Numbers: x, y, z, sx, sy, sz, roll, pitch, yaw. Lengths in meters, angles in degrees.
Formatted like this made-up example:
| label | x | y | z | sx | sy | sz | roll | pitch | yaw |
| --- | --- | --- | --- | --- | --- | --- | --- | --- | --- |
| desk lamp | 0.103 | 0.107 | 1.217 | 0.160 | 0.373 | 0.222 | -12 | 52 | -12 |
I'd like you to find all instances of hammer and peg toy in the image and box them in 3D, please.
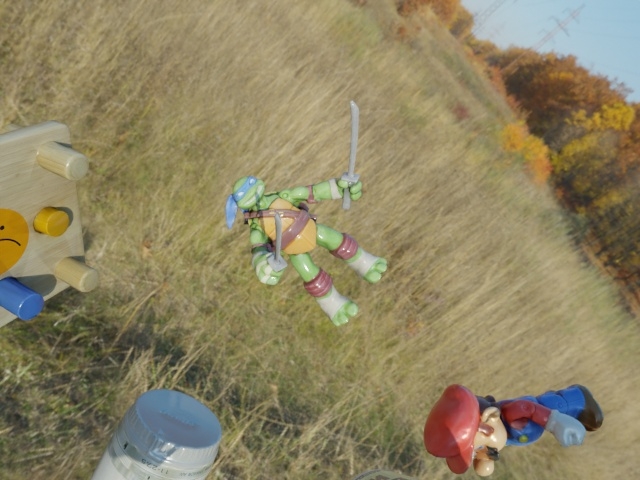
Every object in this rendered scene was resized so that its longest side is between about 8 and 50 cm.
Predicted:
| label | x | y | z | sx | sy | sz | roll | pitch | yaw |
| --- | --- | --- | --- | --- | --- | --- | --- | --- | --- |
| hammer and peg toy | -0.432 | 0.031 | 0.584 | 0.127 | 0.266 | 0.361 | 24 | 37 | 18 |

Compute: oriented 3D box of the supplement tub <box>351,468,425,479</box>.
| label | x | y | z | sx | sy | sz | roll | pitch | yaw |
| --- | --- | --- | --- | --- | --- | --- | --- | --- | --- |
| supplement tub | 0.179 | 0.637 | 1.108 | 0.235 | 0.325 | 0.235 | 5 | 71 | -15 |

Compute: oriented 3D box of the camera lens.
| label | x | y | z | sx | sy | sz | roll | pitch | yaw |
| --- | --- | --- | --- | --- | --- | --- | --- | --- | --- |
| camera lens | -0.360 | 0.492 | 1.098 | 0.219 | 0.274 | 0.219 | 28 | 7 | -4 |

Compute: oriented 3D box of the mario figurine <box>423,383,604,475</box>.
| label | x | y | z | sx | sy | sz | roll | pitch | yaw |
| --- | --- | --- | --- | --- | --- | --- | --- | --- | --- |
| mario figurine | 0.331 | 0.347 | 0.898 | 0.320 | 0.198 | 0.170 | -2 | 31 | -18 |

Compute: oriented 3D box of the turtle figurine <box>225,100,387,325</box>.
| label | x | y | z | sx | sy | sz | roll | pitch | yaw |
| --- | --- | --- | --- | --- | --- | --- | --- | --- | --- |
| turtle figurine | 0.000 | 0.000 | 0.760 | 0.266 | 0.274 | 0.198 | 45 | 39 | -27 |
